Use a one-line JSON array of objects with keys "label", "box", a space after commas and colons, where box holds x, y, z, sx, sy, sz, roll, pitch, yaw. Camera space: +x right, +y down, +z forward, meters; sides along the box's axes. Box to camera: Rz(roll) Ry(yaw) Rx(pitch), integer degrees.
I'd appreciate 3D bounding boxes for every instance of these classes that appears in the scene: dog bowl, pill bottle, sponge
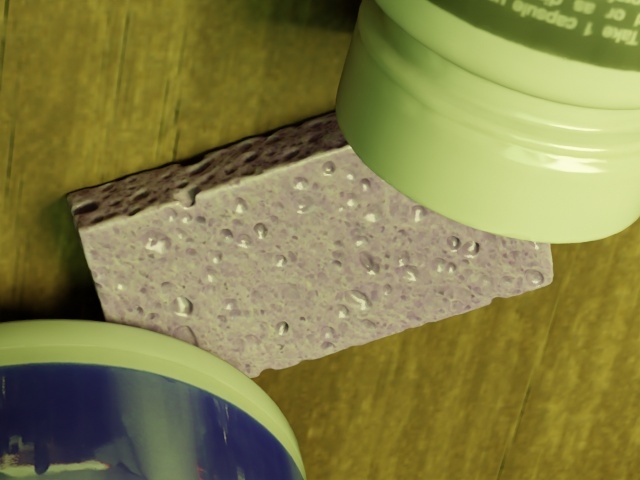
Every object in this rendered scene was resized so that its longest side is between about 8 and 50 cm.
[{"label": "dog bowl", "box": [-0.130, 0.163, 0.918, 0.264, 0.104, 0.265, -7, 134, -7]}, {"label": "pill bottle", "box": [0.103, -0.151, 0.736, 0.161, 0.161, 0.283, 3, 125, -21]}, {"label": "sponge", "box": [0.000, 0.000, 0.905, 0.210, 0.031, 0.117, -18, 129, -5]}]
